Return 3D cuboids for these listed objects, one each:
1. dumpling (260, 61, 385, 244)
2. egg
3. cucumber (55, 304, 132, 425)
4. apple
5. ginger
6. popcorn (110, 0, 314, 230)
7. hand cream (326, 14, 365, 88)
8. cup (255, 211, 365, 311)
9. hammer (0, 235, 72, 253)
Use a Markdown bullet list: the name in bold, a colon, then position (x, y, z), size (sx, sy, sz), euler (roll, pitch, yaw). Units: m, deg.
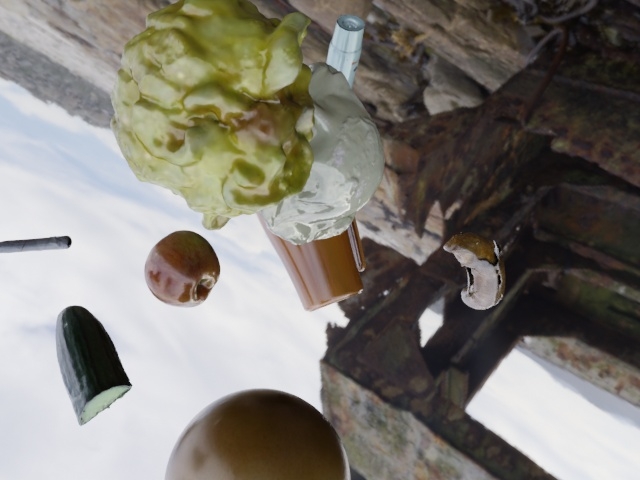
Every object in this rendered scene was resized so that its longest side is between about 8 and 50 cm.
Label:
- **dumpling**: position (-0.009, -0.094, 0.792), size (0.147, 0.193, 0.258), euler (25, 145, 33)
- **egg**: position (-0.096, 0.378, 0.933), size (0.282, 0.282, 0.351), euler (33, 145, 14)
- **cucumber**: position (-0.460, 0.219, 1.171), size (0.244, 0.115, 0.063), euler (51, 161, 31)
- **apple**: position (-0.223, 0.047, 0.991), size (0.102, 0.126, 0.126), euler (29, -179, 27)
- **ginger**: position (0.404, 0.084, 1.539), size (0.309, 0.133, 0.107), euler (61, -156, -44)
- **popcorn**: position (-0.094, -0.125, 0.613), size (0.216, 0.235, 0.181), euler (-4, -169, 22)
- **hand cream**: position (0.024, -0.268, 1.150), size (0.058, 0.085, 0.331), euler (22, 141, 4)
- **cup**: position (0.000, 0.000, 1.266), size (0.226, 0.182, 0.264), euler (-16, -97, -42)
- **hammer**: position (-0.792, 0.016, 1.377), size (0.426, 0.044, 0.152), euler (-6, -158, -16)
